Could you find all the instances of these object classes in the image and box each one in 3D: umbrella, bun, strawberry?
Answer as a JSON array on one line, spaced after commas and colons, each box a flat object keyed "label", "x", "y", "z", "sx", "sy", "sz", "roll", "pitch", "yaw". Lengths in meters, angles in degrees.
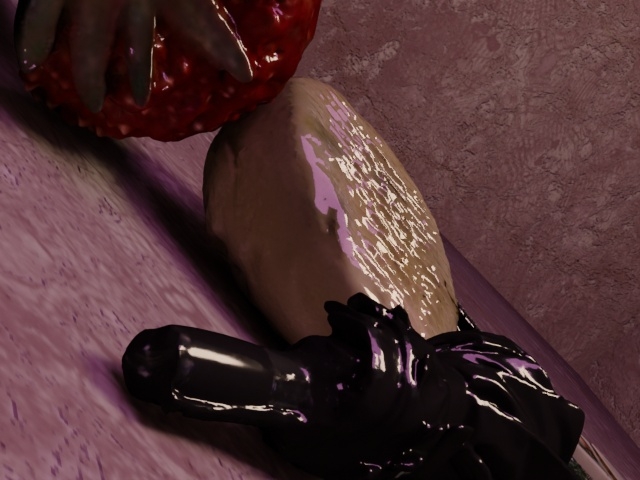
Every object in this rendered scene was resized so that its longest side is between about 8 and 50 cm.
[{"label": "umbrella", "x": 0.028, "y": 0.086, "z": 0.619, "sx": 0.340, "sy": 0.118, "sz": 0.118, "roll": 18, "pitch": 28, "yaw": -52}, {"label": "bun", "x": 0.000, "y": 0.000, "z": 0.819, "sx": 0.210, "sy": 0.116, "sz": 0.237, "roll": 47, "pitch": 22, "yaw": -31}, {"label": "strawberry", "x": -0.058, "y": -0.150, "z": 0.770, "sx": 0.138, "sy": 0.233, "sz": 0.306, "roll": 38, "pitch": 5, "yaw": 2}]

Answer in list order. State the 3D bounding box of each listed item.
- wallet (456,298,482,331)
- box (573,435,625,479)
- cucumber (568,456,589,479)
[{"label": "wallet", "x": 0.079, "y": 0.029, "z": 1.333, "sx": 0.221, "sy": 0.071, "sz": 0.262, "roll": 46, "pitch": 1, "yaw": -9}, {"label": "box", "x": 0.255, "y": 0.238, "z": 1.233, "sx": 0.233, "sy": 0.067, "sz": 0.149, "roll": 45, "pitch": 8, "yaw": -27}, {"label": "cucumber", "x": 0.185, "y": 0.192, "z": 0.916, "sx": 0.044, "sy": 0.043, "sz": 0.256, "roll": 37, "pitch": 17, "yaw": -52}]
